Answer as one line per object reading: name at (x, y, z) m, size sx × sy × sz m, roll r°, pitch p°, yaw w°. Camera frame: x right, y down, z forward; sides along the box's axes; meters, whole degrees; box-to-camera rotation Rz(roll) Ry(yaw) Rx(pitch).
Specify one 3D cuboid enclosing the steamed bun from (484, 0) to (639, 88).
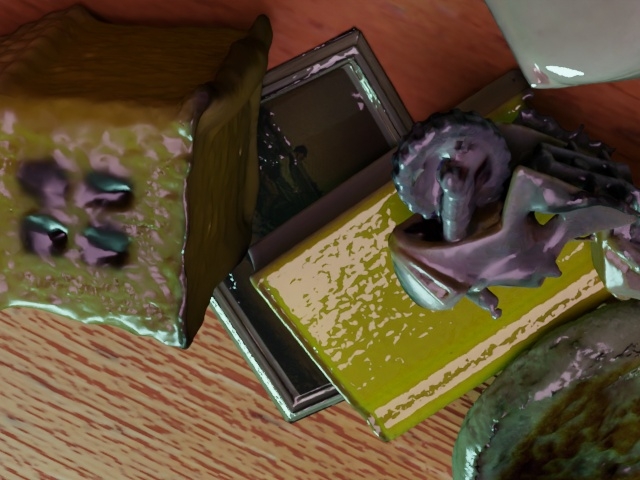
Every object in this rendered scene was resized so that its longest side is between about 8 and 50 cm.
steamed bun at (0.160, -0.212, 1.062) m, size 0.164 × 0.146 × 0.241 m, roll -28°, pitch 84°, yaw 34°

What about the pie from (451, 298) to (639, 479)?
pie at (0.197, 0.118, 1.328) m, size 0.241 × 0.054 × 0.240 m, roll -17°, pitch 141°, yaw -15°

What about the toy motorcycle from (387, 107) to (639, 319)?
toy motorcycle at (0.135, -0.005, 1.192) m, size 0.229 × 0.094 × 0.129 m, roll 14°, pitch 117°, yaw -22°

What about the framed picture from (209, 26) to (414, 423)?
framed picture at (0.000, 0.000, 1.326) m, size 0.197 × 0.014 × 0.252 m, roll -25°, pitch 116°, yaw 17°

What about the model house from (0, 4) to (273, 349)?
model house at (-0.160, -0.058, 1.195) m, size 0.234 × 0.193 × 0.174 m, roll 12°, pitch 115°, yaw 5°

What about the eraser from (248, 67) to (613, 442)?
eraser at (0.081, 0.014, 1.278) m, size 0.226 × 0.069 × 0.158 m, roll -34°, pitch 113°, yaw 12°
